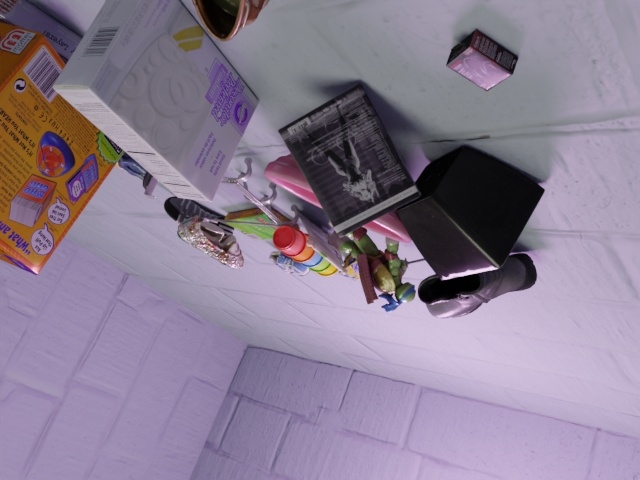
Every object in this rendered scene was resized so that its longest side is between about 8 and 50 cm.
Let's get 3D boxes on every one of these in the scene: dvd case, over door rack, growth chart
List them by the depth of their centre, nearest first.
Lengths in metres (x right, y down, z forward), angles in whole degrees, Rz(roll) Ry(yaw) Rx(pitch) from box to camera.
[{"bbox_3d":[0.051,-0.136,1.128,0.221,0.165,0.018,60,-165,-10],"label":"dvd case"},{"bbox_3d":[-0.245,-0.116,1.644,0.324,0.108,0.239,-5,149,30],"label":"over door rack"},{"bbox_3d":[0.000,0.000,1.671,0.172,0.021,0.237,41,-170,-29],"label":"growth chart"}]

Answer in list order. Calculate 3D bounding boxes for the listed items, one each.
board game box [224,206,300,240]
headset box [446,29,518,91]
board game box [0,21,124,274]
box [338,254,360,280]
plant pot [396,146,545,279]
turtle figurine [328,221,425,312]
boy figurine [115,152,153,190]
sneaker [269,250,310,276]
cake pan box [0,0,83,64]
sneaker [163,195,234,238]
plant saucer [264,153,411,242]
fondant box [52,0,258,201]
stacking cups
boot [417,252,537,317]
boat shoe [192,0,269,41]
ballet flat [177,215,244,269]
[{"bbox_3d":[-0.168,-0.047,1.885,0.124,0.039,0.259,33,161,-30],"label":"board game box"},{"bbox_3d":[0.222,-0.253,0.907,0.083,0.032,0.062,26,161,-16],"label":"headset box"},{"bbox_3d":[-0.706,-0.206,1.338,0.357,0.356,0.356,19,157,21],"label":"board game box"},{"bbox_3d":[0.109,0.067,1.853,0.059,0.054,0.169,25,160,-7],"label":"box"},{"bbox_3d":[0.256,-0.060,1.187,0.167,0.187,0.188,41,157,-11],"label":"plant pot"},{"bbox_3d":[0.165,0.010,1.571,0.266,0.274,0.198,38,-171,18],"label":"turtle figurine"},{"bbox_3d":[-0.580,-0.232,1.758,0.285,0.092,0.177,24,172,-10],"label":"boy figurine"},{"bbox_3d":[-0.089,0.063,2.019,0.081,0.080,0.211,29,159,-26],"label":"sneaker"},{"bbox_3d":[-0.592,-0.395,1.377,0.267,0.070,0.246,32,161,-24],"label":"cake pan box"},{"bbox_3d":[-0.391,-0.057,2.033,0.229,0.086,0.132,26,163,-14],"label":"sneaker"},{"bbox_3d":[0.049,-0.099,1.326,0.332,0.084,0.332,26,178,1],"label":"plant saucer"},{"bbox_3d":[-0.266,-0.254,1.131,0.096,0.238,0.330,9,157,31],"label":"fondant box"},{"bbox_3d":[-0.032,0.031,1.728,0.096,0.096,0.316,15,175,21],"label":"stacking cups"},{"bbox_3d":[0.301,0.108,1.485,0.223,0.118,0.338,-6,160,-34],"label":"boot"},{"bbox_3d":[-0.128,-0.380,0.822,0.123,0.119,0.324,18,161,12],"label":"boat shoe"},{"bbox_3d":[-0.269,0.007,1.700,0.077,0.091,0.241,-39,139,17],"label":"ballet flat"}]
